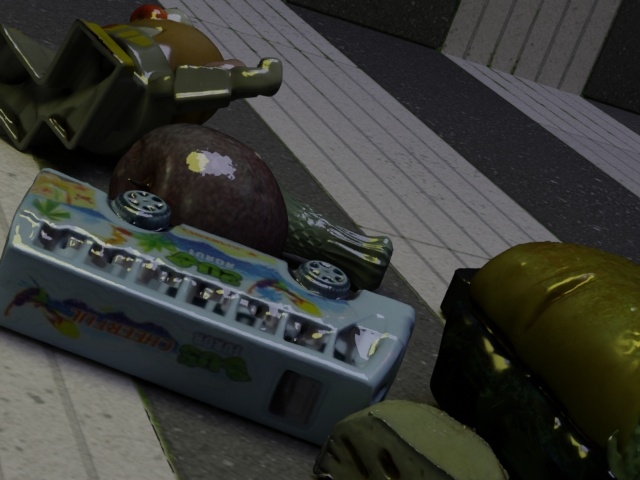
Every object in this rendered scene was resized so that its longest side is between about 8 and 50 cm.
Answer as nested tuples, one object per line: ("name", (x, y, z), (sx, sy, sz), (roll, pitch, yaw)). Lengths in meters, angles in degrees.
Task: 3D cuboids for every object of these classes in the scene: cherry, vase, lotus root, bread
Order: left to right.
("cherry", (-0.105, -0.029, 1.377), (0.176, 0.140, 0.176), (23, 1, 0))
("vase", (0.000, 0.000, 1.542), (0.148, 0.081, 0.081), (25, 16, -4))
("lotus root", (0.086, 0.166, 1.111), (0.143, 0.070, 0.144), (29, 17, 21))
("bread", (0.255, 0.137, 1.215), (0.251, 0.208, 0.376), (19, 12, -26))

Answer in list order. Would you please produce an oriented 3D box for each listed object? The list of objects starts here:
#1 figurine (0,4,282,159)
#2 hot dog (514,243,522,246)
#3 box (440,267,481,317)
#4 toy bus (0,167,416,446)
("figurine", (-0.213, -0.174, 1.656), (0.342, 0.167, 0.285), (26, 19, 30))
("hot dog", (0.268, 0.036, 1.830), (0.083, 0.035, 0.058), (29, 18, 24))
("box", (0.306, 0.103, 1.630), (0.350, 0.058, 0.211), (5, 25, -45))
("toy bus", (-0.092, 0.058, 1.183), (0.329, 0.109, 0.136), (21, 25, -3))
